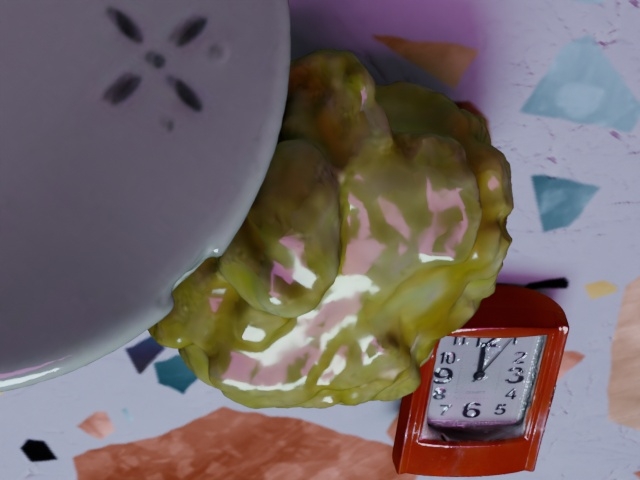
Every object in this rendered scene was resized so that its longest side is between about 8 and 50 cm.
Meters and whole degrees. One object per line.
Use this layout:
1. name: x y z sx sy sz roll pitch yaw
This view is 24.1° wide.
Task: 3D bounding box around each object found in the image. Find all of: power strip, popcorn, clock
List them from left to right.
1. power strip: -0.199 -0.104 0.737 0.357 0.161 0.357 0 91 -18
2. popcorn: 0.000 0.000 0.952 0.256 0.195 0.255 -17 141 7
3. clock: 0.118 0.105 1.142 0.113 0.061 0.155 1 127 -10
